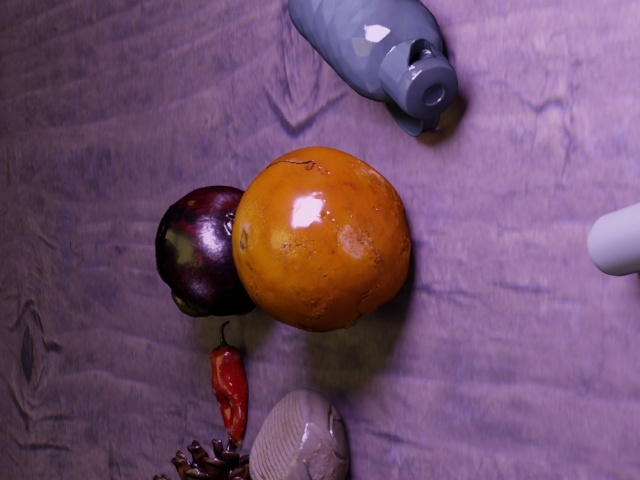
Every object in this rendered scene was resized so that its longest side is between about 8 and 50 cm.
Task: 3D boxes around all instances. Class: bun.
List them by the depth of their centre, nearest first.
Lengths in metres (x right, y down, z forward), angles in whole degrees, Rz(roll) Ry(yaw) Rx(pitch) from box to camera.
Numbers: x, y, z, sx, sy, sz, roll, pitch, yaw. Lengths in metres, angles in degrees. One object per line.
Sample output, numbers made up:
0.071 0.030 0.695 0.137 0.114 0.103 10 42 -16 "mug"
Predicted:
-0.018 0.295 2.098 0.166 0.113 0.173 -40 31 45 "bun"

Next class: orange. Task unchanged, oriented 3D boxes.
0.000 0.000 1.998 0.240 0.240 0.240 -9 80 58 "orange"

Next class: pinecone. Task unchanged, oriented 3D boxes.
-0.165 0.427 2.233 0.246 0.246 0.292 -23 49 56 "pinecone"

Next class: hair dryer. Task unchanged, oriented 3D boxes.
0.354 0.074 1.566 0.131 0.073 0.236 -24 76 58 "hair dryer"

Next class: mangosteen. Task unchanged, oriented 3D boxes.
-0.152 0.019 2.271 0.210 0.209 0.210 -9 80 58 "mangosteen"

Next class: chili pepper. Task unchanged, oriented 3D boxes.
-0.142 0.220 2.371 0.059 0.050 0.191 -12 84 41 "chili pepper"

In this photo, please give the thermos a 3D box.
0.078 -0.243 1.973 0.286 0.145 0.182 55 164 44 "thermos"
